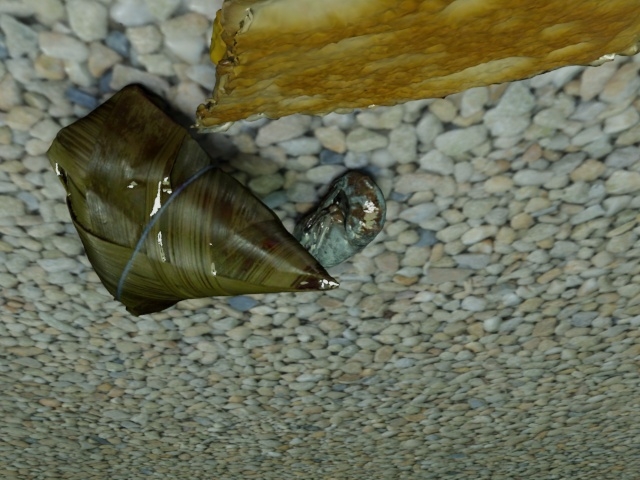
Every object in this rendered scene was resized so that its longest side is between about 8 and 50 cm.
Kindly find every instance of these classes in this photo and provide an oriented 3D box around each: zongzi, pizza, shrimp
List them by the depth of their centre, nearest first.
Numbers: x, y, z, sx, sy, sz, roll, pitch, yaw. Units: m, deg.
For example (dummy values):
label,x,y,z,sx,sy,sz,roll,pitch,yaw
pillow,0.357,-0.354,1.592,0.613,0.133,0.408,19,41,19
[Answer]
label,x,y,z,sx,sy,sz,roll,pitch,yaw
pizza,0.106,-0.162,0.428,0.392,0.080,0.435,-10,-178,-13
zongzi,-0.117,0.029,0.643,0.300,0.138,0.286,31,147,16
shrimp,0.000,0.000,0.751,0.090,0.079,0.233,-23,167,-42
